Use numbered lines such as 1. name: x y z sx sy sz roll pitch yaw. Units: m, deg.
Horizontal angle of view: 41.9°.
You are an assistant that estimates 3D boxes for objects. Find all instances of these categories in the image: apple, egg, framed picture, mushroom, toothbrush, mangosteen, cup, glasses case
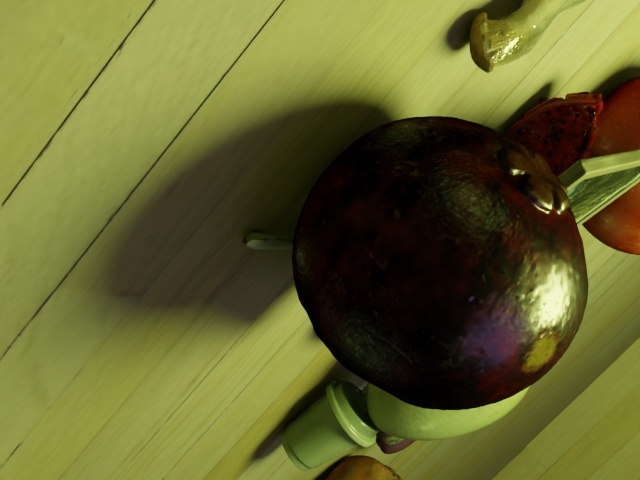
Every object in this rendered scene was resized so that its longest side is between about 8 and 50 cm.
1. apple: 0.485 -0.113 1.224 0.260 0.216 0.260 -29 150 -19
2. egg: 0.202 0.198 1.310 0.295 0.218 0.218 -36 152 -7
3. framed picture: 0.288 -0.017 1.094 0.240 0.020 0.324 -13 156 -43
4. mushroom: 0.234 -0.248 0.895 0.202 0.054 0.059 -37 159 -19
5. toothbrush: 0.000 0.000 0.979 0.263 0.022 0.026 3 117 -54
6. mangosteen: 0.103 0.044 0.872 0.306 0.306 0.359 -4 142 -50
7. cup: 0.014 0.304 1.347 0.141 0.120 0.120 -40 154 17
8. glasses case: 0.156 0.326 1.591 0.123 0.076 0.316 -34 152 -13

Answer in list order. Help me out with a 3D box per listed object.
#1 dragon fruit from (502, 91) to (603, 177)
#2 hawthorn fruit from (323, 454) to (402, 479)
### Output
1. dragon fruit: 0.301 -0.130 1.119 0.120 0.127 0.161 -21 132 -76
2. hawthorn fruit: 0.060 0.550 1.697 0.251 0.199 0.199 -28 157 18
